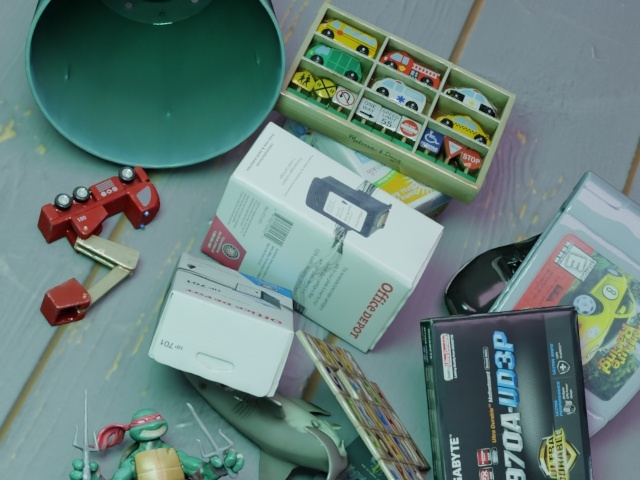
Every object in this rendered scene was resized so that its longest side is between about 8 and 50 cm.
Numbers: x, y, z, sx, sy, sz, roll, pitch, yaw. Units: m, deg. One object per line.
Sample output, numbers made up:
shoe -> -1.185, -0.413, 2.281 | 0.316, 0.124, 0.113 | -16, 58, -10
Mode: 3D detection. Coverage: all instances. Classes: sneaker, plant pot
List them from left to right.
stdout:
plant pot -> -0.195, -0.270, 1.793 | 0.293, 0.293, 0.235 | 8, 38, -13
sneaker -> 0.279, 0.018, 1.859 | 0.283, 0.124, 0.107 | -22, 68, -28

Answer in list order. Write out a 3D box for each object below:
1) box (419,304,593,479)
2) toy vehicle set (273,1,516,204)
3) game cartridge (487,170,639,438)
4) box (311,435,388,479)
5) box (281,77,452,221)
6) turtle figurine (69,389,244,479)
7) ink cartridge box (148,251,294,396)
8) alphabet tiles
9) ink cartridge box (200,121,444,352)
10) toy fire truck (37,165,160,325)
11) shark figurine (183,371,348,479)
box -> 0.210, 0.188, 1.712 | 0.175, 0.051, 0.220 | -4, 88, -11
toy vehicle set -> 0.091, -0.167, 1.836 | 0.267, 0.035, 0.166 | 25, 54, -3
game cartridge -> 0.311, 0.091, 1.782 | 0.196, 0.060, 0.294 | 35, 87, -4
box -> 0.064, 0.347, 1.629 | 0.233, 0.059, 0.183 | 43, 57, 11
box -> 0.058, -0.098, 1.869 | 0.114, 0.103, 0.203 | -25, 70, -29
turtle figurine -> -0.163, 0.257, 1.576 | 0.175, 0.118, 0.234 | -14, 81, -7
ink cartridge box -> -0.105, 0.089, 1.654 | 0.140, 0.190, 0.082 | 20, 99, -6
alphabet tiles -> 0.060, 0.193, 1.641 | 0.009, 0.237, 0.198 | -36, 72, 8
ink cartridge box -> 0.000, 0.000, 1.749 | 0.237, 0.172, 0.100 | 32, 56, 2
toy fire truck -> -0.253, 0.004, 1.740 | 0.192, 0.047, 0.135 | -25, 71, -30
shark figurine -> -0.032, 0.233, 1.627 | 0.166, 0.278, 0.116 | 24, 92, -37
